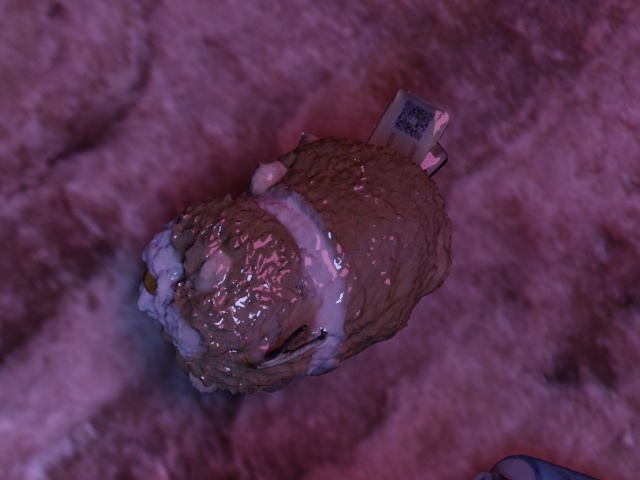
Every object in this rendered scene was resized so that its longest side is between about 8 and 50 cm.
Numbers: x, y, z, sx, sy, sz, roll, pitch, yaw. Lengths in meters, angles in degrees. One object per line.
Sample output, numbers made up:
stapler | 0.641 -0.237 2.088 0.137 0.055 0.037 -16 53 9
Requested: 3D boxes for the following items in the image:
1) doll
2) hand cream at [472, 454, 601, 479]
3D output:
doll | 0.002 0.005 0.964 0.115 0.105 0.221 22 34 26
hand cream | 0.167 0.167 1.051 0.224 0.048 0.083 27 55 -31
